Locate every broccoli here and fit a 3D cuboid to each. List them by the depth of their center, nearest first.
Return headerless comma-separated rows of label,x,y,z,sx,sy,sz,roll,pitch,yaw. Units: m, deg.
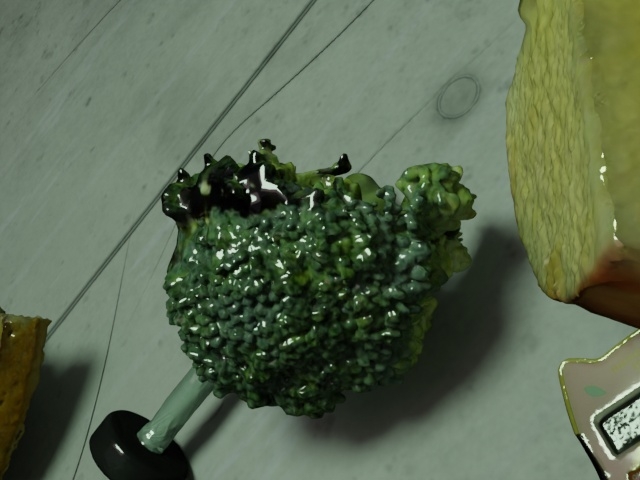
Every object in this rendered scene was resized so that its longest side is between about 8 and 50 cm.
broccoli,0.000,0.000,0.820,0.263,0.247,0.243,-52,-3,27

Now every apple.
apple,0.273,-0.073,0.546,0.314,0.309,0.252,-90,1,-71

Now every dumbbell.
dumbbell,-0.126,0.149,0.934,0.191,0.100,0.100,-52,42,7

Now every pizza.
pizza,-0.461,0.190,1.209,0.440,0.130,0.406,-58,40,16

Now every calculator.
calculator,0.256,0.143,0.628,0.157,0.033,0.236,-39,47,19
